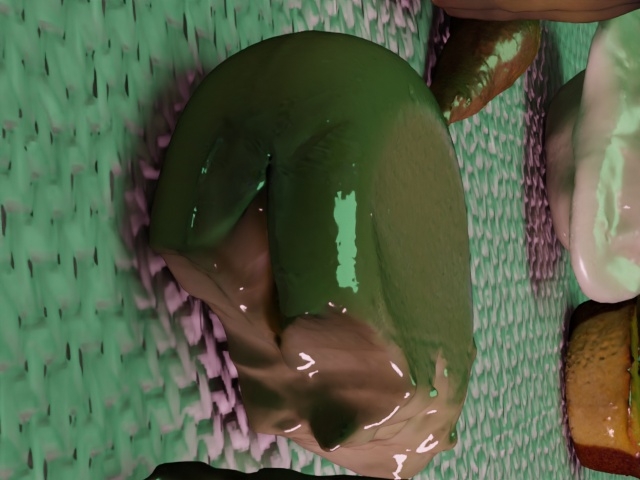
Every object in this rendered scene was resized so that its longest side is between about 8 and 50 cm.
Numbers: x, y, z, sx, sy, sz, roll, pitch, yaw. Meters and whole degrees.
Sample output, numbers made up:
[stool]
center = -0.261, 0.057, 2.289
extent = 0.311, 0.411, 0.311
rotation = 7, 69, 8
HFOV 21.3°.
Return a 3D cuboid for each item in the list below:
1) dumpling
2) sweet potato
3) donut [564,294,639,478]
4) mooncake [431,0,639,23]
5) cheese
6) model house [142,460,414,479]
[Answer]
[dumpling]
center = 0.285, -0.089, 1.448
extent = 0.318, 0.187, 0.242
rotation = -53, 139, -60
[sweet potato]
center = 0.108, -0.122, 1.101
extent = 0.226, 0.068, 0.068
rotation = -68, 149, -53
[donut]
center = 0.265, 0.127, 1.528
extent = 0.184, 0.073, 0.166
rotation = -74, 154, -46
[mooncake]
center = 0.116, -0.267, 1.001
extent = 0.290, 0.161, 0.290
rotation = -4, 90, -75
[cheese]
center = 0.000, 0.000, 0.688
extent = 0.202, 0.091, 0.175
rotation = 40, 49, -64
[model house]
center = -0.008, 0.191, 0.545
extent = 0.183, 0.166, 0.172
rotation = -92, -174, -65
